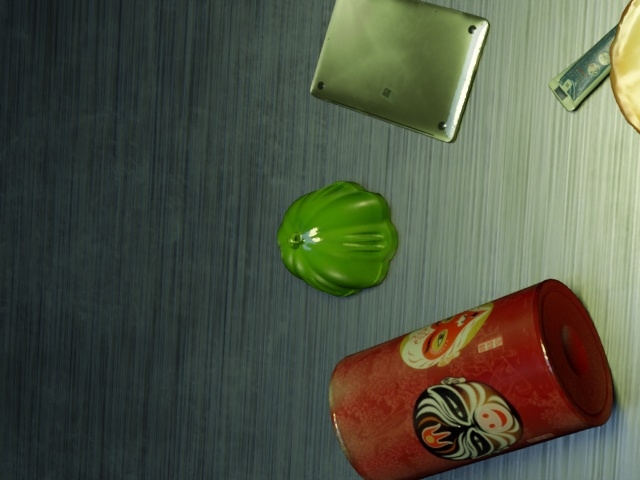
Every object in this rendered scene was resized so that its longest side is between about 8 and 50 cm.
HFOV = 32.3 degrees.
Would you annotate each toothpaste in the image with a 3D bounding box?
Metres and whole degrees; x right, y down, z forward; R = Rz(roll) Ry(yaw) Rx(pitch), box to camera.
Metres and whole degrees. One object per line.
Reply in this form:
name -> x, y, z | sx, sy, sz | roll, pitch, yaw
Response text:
toothpaste -> 0.388, -0.256, 1.477 | 0.197, 0.034, 0.057 | -45, 62, 28

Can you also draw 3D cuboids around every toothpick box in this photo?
toothpick box -> 0.201, 0.201, 1.508 | 0.333, 0.204, 0.204 | -24, 78, 31

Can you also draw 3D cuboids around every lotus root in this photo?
lotus root -> 0.000, 0.000, 1.656 | 0.186, 0.186, 0.186 | 1, 91, 33

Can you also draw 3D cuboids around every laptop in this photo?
laptop -> 0.113, -0.273, 1.667 | 0.269, 0.015, 0.188 | 23, 103, 31

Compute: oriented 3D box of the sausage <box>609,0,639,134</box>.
sausage -> 0.479, -0.193, 1.270 | 0.233, 0.287, 0.233 | -2, 87, 29
